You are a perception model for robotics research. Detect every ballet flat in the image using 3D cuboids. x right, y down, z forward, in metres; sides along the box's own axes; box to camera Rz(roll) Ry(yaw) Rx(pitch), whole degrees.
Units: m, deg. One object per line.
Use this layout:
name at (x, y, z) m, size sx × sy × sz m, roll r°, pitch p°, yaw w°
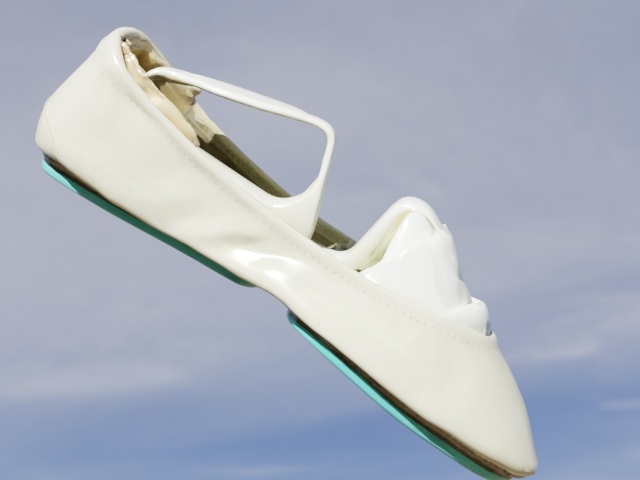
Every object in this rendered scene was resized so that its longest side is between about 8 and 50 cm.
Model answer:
ballet flat at (0.000, 0.000, 0.435) m, size 0.248 × 0.086 × 0.086 m, roll 34°, pitch -29°, yaw 1°
